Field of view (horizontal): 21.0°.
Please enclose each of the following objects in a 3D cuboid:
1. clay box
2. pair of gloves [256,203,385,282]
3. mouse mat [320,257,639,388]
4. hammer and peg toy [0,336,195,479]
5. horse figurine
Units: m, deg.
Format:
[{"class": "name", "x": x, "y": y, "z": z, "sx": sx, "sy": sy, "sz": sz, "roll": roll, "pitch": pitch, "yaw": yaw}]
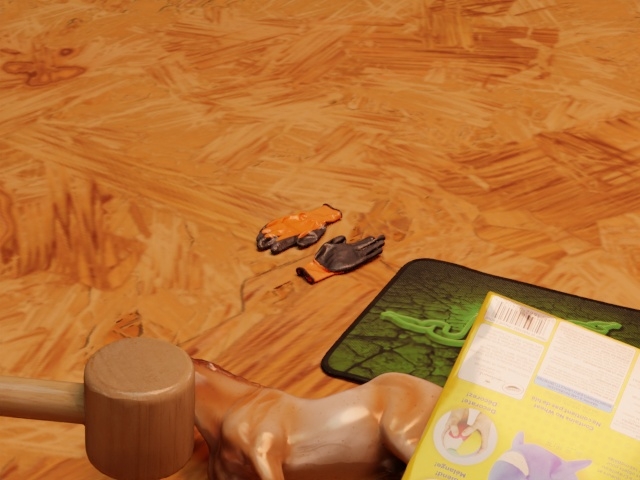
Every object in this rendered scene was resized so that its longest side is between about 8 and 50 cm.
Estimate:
[{"class": "clay box", "x": 0.100, "y": 0.145, "z": 0.866, "sx": 0.127, "sy": 0.053, "sz": 0.222, "roll": 21, "pitch": 62, "yaw": 13}, {"class": "pair of gloves", "x": 0.000, "y": 0.000, "z": 1.224, "sx": 0.074, "sy": 0.010, "sz": 0.083, "roll": -24, "pitch": 39, "yaw": -33}, {"class": "mouse mat", "x": 0.113, "y": 0.066, "z": 1.116, "sx": 0.190, "sy": 0.007, "sz": 0.152, "roll": 15, "pitch": 35, "yaw": 23}, {"class": "hammer and peg toy", "x": -0.204, "y": 0.184, "z": 0.820, "sx": 0.266, "sy": 0.127, "sz": 0.361, "roll": 7, "pitch": 32, "yaw": 17}, {"class": "horse figurine", "x": 0.016, "y": 0.125, "z": 0.967, "sx": 0.263, "sy": 0.066, "sz": 0.174, "roll": -4, "pitch": 36, "yaw": -2}]
